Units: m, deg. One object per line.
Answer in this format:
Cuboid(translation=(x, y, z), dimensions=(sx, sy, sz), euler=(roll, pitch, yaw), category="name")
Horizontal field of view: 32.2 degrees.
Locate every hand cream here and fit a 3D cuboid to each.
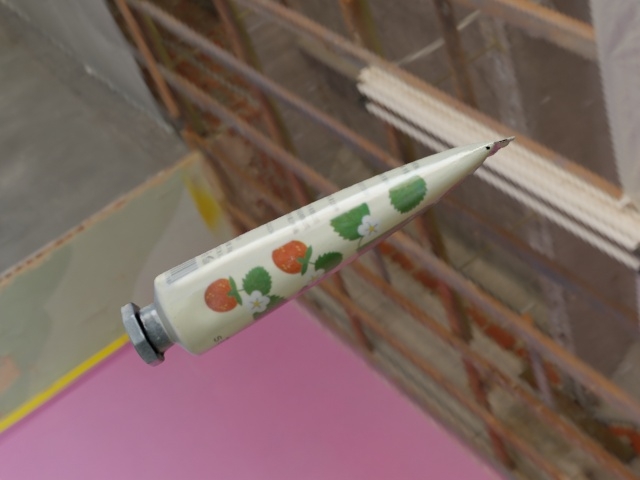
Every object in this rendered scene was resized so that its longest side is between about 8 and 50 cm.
Cuboid(translation=(0.000, 0.000, 0.727), dimensions=(0.059, 0.276, 0.095), euler=(62, 0, 2), category="hand cream")
